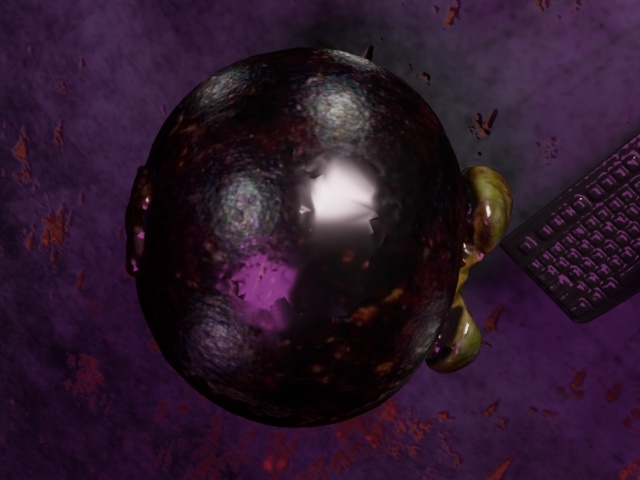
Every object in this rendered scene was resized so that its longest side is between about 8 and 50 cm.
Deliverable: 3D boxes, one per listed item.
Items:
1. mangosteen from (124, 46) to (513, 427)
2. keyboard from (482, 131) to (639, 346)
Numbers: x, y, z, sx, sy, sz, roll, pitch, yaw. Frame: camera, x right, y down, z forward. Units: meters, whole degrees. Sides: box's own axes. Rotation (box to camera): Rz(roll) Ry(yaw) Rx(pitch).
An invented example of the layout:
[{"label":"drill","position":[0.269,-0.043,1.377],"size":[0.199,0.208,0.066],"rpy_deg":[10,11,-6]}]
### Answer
[{"label":"mangosteen","position":[0.000,0.000,0.820],"size":[0.288,0.288,0.288],"rpy_deg":[15,125,23]},{"label":"keyboard","position":[0.219,-0.014,0.812],"size":[0.103,0.041,0.381],"rpy_deg":[46,131,-2]}]
